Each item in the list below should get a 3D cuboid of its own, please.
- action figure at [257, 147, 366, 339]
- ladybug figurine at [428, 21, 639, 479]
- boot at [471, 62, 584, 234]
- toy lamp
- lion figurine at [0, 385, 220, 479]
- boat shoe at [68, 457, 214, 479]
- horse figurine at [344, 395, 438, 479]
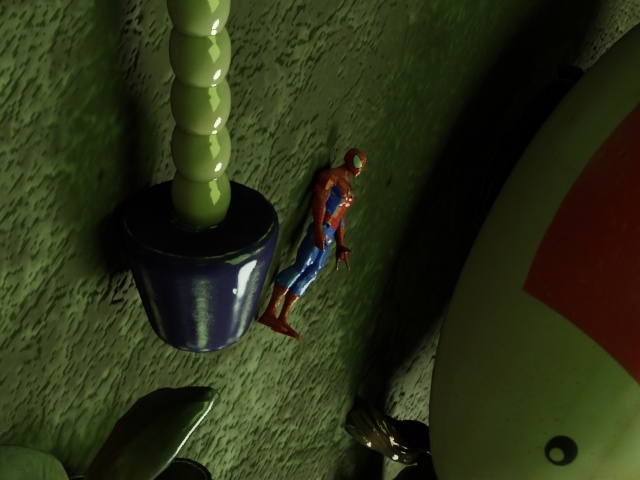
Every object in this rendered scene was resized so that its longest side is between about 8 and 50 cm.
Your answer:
[{"bbox_3d":[0.000,0.000,1.137,0.038,0.030,0.115,32,77,-61],"label":"action figure"},{"bbox_3d":[0.248,0.018,1.352,0.449,0.162,0.305,-54,140,-20],"label":"ladybug figurine"},{"bbox_3d":[0.155,0.026,1.442,0.229,0.091,0.263,45,63,-58],"label":"boot"},{"bbox_3d":[-0.056,-0.072,0.902,0.080,0.080,0.275,-41,142,-48],"label":"toy lamp"},{"bbox_3d":[-0.212,0.148,0.455,0.142,0.392,0.240,81,2,-58],"label":"lion figurine"},{"bbox_3d":[-0.107,0.151,0.973,0.183,0.066,0.066,-39,141,-49],"label":"boat shoe"},{"bbox_3d":[0.042,0.229,1.359,0.174,0.066,0.263,-18,125,-59],"label":"horse figurine"}]
